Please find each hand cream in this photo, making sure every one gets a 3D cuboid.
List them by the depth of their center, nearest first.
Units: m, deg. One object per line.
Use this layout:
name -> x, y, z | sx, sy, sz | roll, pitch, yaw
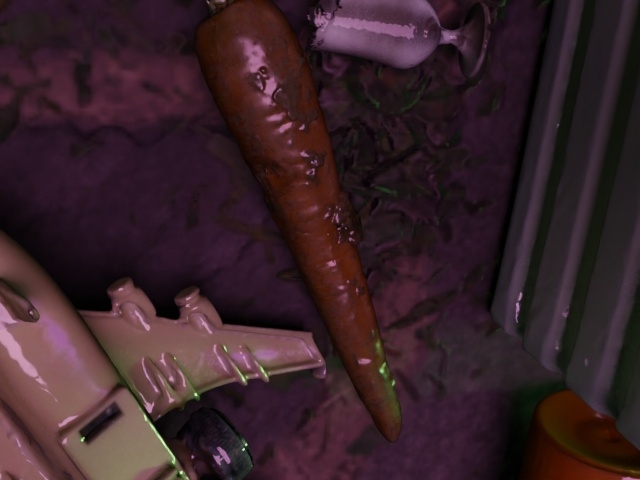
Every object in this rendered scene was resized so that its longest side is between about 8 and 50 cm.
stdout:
hand cream -> 0.138, 0.242, 0.489 | 0.140, 0.089, 0.314 | -10, 117, -24

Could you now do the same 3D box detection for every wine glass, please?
wine glass -> 0.035, -0.095, 0.380 | 0.083, 0.039, 0.042 | 5, 83, -13

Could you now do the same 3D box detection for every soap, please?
soap -> 0.165, -0.059, 0.361 | 0.088, 0.160, 0.265 | 3, 105, -16

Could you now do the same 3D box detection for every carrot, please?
carrot -> 0.000, 0.000, 0.401 | 0.049, 0.049, 0.254 | -23, 114, -6

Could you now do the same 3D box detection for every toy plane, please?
toy plane -> -0.096, 0.084, 0.357 | 0.229, 0.092, 0.244 | -39, 124, -26
